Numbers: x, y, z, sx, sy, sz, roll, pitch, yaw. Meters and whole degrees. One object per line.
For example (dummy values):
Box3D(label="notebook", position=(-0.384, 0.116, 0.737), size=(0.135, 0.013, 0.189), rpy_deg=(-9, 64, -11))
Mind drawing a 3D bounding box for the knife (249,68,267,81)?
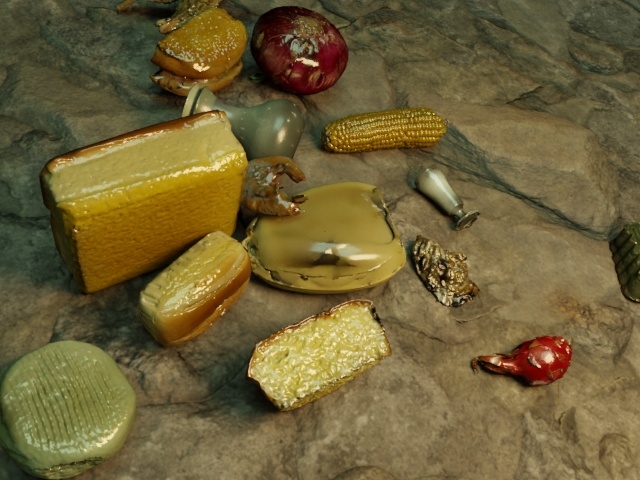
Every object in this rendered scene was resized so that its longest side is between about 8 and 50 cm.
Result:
Box3D(label="knife", position=(-0.091, -0.494, 1.686), size=(0.043, 0.020, 0.293), rpy_deg=(34, 55, 11))

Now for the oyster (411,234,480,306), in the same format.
Box3D(label="oyster", position=(0.259, 0.058, 1.330), size=(0.105, 0.056, 0.177), rpy_deg=(-22, 65, -17))

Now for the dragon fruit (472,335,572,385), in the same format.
Box3D(label="dragon fruit", position=(0.390, 0.238, 1.212), size=(0.190, 0.094, 0.094), rpy_deg=(-14, 55, 5))

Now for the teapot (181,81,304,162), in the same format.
Box3D(label="teapot", position=(-0.168, -0.243, 1.368), size=(0.250, 0.183, 0.184), rpy_deg=(20, 52, -5))

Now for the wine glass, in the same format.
Box3D(label="wine glass", position=(0.287, -0.096, 1.439), size=(0.072, 0.072, 0.155), rpy_deg=(-25, 63, -27))

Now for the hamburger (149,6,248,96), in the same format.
Box3D(label="hamburger", position=(-0.277, -0.433, 1.529), size=(0.156, 0.144, 0.283), rpy_deg=(39, 56, 4))

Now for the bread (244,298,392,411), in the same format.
Box3D(label="bread", position=(-0.010, 0.209, 1.109), size=(0.260, 0.134, 0.129), rpy_deg=(-23, 72, -20))

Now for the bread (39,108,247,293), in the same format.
Box3D(label="bread", position=(-0.305, -0.063, 1.134), size=(0.333, 0.324, 0.143), rpy_deg=(-21, 69, -26))

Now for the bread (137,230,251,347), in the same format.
Box3D(label="bread", position=(-0.219, 0.088, 1.149), size=(0.106, 0.140, 0.236), rpy_deg=(33, 54, 17))

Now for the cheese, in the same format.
Box3D(label="cheese", position=(0.000, 0.000, 1.276), size=(0.315, 0.128, 0.260), rpy_deg=(-10, 45, -16))

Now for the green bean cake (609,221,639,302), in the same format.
Box3D(label="green bean cake", position=(0.760, 0.051, 1.409), size=(0.173, 0.094, 0.181), rpy_deg=(8, 52, -5))

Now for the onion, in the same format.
Box3D(label="onion", position=(-0.057, -0.466, 1.568), size=(0.246, 0.190, 0.246), rpy_deg=(19, 44, -19))

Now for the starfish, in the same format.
Box3D(label="starfish", position=(-0.354, -0.647, 1.659), size=(0.323, 0.083, 0.432), rpy_deg=(23, 47, 28))

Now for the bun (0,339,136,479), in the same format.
Box3D(label="bun", position=(-0.401, 0.271, 0.997), size=(0.221, 0.108, 0.221), rpy_deg=(11, 46, -11))

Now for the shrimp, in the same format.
Box3D(label="shrimp", position=(-0.093, -0.111, 1.250), size=(0.187, 0.051, 0.132), rpy_deg=(26, 84, 26))

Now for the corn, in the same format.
Box3D(label="corn", position=(0.148, -0.265, 1.516), size=(0.312, 0.102, 0.102), rpy_deg=(-6, 55, -16))

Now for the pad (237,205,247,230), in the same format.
Box3D(label="pad", position=(-0.209, -0.128, 1.314), size=(0.003, 0.143, 0.211), rpy_deg=(-28, 62, -13))
